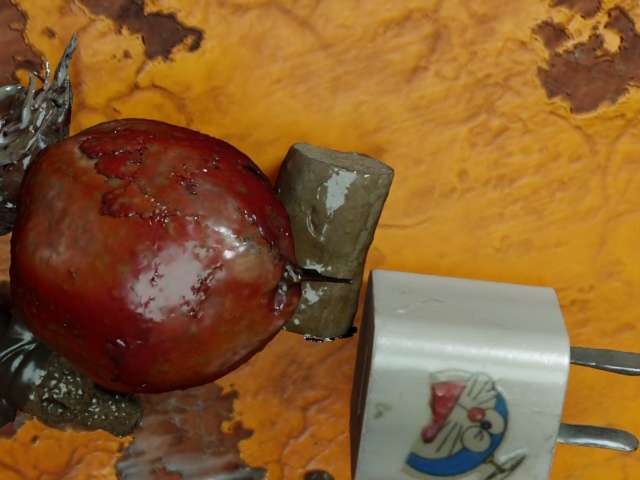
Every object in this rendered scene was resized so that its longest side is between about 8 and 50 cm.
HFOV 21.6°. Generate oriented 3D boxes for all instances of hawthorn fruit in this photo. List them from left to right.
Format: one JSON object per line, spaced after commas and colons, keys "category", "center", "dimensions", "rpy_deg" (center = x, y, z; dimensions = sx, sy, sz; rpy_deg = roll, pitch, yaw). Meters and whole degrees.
{"category": "hawthorn fruit", "center": [-0.087, 0.007, 1.059], "dimensions": [0.235, 0.181, 0.181], "rpy_deg": [4, 118, 33]}

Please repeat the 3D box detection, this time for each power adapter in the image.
{"category": "power adapter", "center": [0.128, 0.102, 1.155], "dimensions": [0.204, 0.125, 0.130], "rpy_deg": [5, 113, -2]}

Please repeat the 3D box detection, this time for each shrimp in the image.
{"category": "shrimp", "center": [-0.199, -0.071, 1.115], "dimensions": [0.065, 0.056, 0.165], "rpy_deg": [24, 109, -4]}

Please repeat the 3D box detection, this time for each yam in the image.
{"category": "yam", "center": [-0.001, -0.001, 1.138], "dimensions": [0.084, 0.084, 0.127], "rpy_deg": [13, 109, -6]}

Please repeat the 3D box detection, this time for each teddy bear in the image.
{"category": "teddy bear", "center": [-0.194, 0.093, 1.175], "dimensions": [0.160, 0.078, 0.119], "rpy_deg": [19, 116, -10]}
